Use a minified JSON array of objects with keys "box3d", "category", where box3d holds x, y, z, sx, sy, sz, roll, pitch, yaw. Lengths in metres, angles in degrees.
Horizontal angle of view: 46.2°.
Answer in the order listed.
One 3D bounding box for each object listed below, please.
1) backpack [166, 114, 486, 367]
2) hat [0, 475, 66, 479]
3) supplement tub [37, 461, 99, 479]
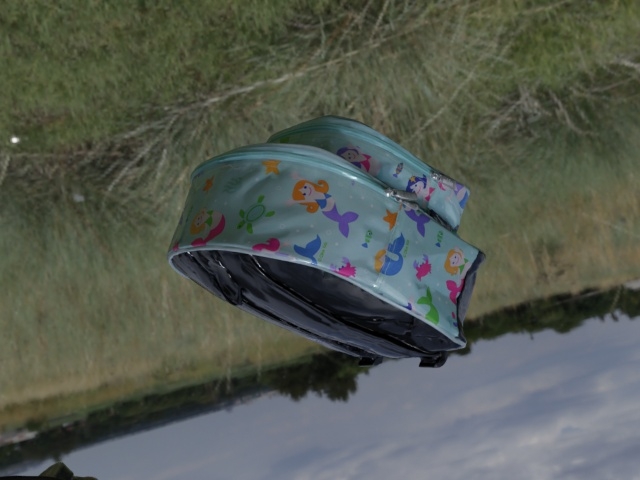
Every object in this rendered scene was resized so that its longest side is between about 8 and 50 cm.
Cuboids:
[{"box3d":[0.000,0.000,0.680,0.253,0.191,0.225,20,164,-31],"category":"backpack"},{"box3d":[-0.159,0.301,0.426,0.134,0.331,0.331,-23,168,41],"category":"hat"},{"box3d":[-0.290,0.375,0.948,0.106,0.198,0.106,-36,-168,9],"category":"supplement tub"}]
